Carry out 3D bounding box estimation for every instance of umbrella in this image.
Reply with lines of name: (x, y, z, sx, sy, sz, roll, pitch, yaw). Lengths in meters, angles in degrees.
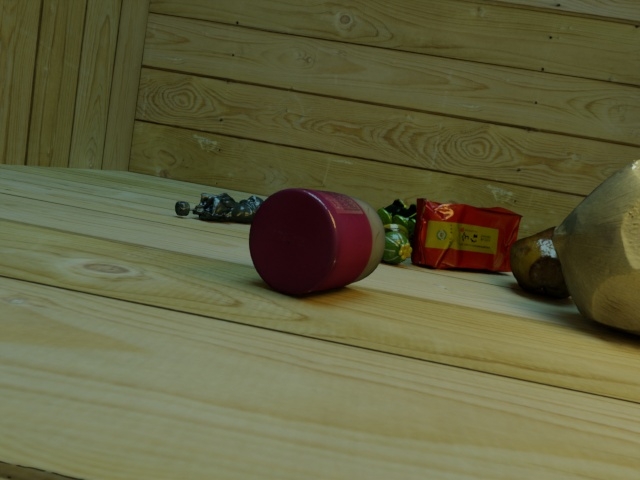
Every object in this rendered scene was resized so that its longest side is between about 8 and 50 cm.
umbrella: (-0.301, -0.106, 1.697, 0.349, 0.094, 0.143, 2, 6, -40)

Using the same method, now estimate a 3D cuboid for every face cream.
face cream: (0.000, 0.000, 0.911, 0.175, 0.175, 0.195, 14, 9, 30)

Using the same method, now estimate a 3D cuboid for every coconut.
coconut: (0.634, 0.017, 0.998, 0.360, 0.346, 0.346, 19, 8, 8)

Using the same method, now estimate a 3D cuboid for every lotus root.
lotus root: (0.571, 0.062, 1.313, 0.193, 0.193, 0.291, 12, 5, 20)

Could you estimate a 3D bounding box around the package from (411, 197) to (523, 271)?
package: (0.412, -0.012, 1.513, 0.424, 0.196, 0.123, 4, 4, -33)

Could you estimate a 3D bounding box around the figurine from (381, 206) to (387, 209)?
figurine: (0.256, -0.079, 2.142, 0.121, 0.122, 0.176, 6, 8, -12)

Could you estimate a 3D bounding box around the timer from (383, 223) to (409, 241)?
timer: (0.217, -0.014, 1.605, 0.107, 0.109, 0.107, 0, -35, 0)

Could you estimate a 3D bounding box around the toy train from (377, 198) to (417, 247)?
toy train: (0.292, -0.036, 1.692, 0.100, 0.160, 0.296, -25, 23, -17)

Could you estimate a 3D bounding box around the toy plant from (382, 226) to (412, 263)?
toy plant: (0.180, 0.012, 1.413, 0.093, 0.092, 0.162, 6, 8, -32)
